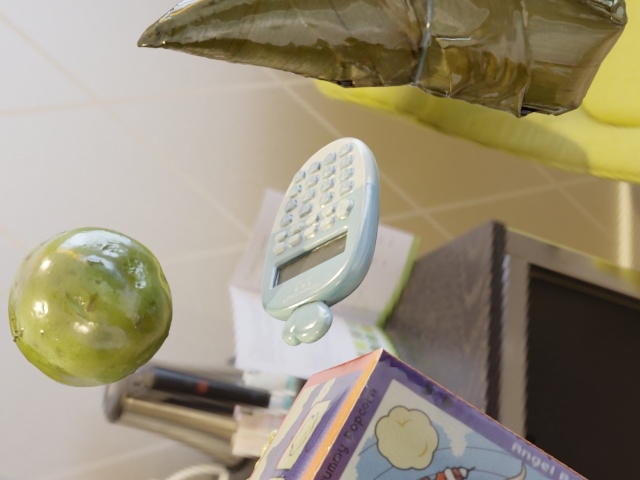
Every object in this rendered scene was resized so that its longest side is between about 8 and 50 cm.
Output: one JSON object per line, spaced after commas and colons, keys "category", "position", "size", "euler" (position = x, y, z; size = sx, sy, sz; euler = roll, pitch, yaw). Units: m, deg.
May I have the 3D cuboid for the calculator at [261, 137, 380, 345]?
{"category": "calculator", "position": [0.000, 0.000, 1.441], "size": [0.188, 0.042, 0.302], "euler": [-26, 45, 39]}

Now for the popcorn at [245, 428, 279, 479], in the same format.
{"category": "popcorn", "position": [0.011, 0.289, 1.263], "size": [0.169, 0.189, 0.218], "euler": [-53, -11, -31]}

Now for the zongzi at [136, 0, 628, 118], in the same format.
{"category": "zongzi", "position": [0.021, -0.238, 0.932], "size": [0.323, 0.361, 0.160], "euler": [-107, 20, -45]}

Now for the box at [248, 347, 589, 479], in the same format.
{"category": "box", "position": [0.087, 0.319, 0.984], "size": [0.318, 0.349, 0.257], "euler": [-58, 6, -19]}

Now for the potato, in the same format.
{"category": "potato", "position": [-0.312, 0.092, 1.558], "size": [0.304, 0.216, 0.215], "euler": [145, 137, -68]}
